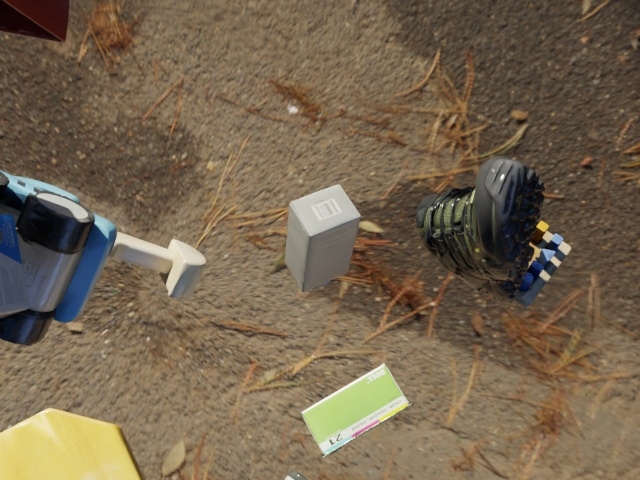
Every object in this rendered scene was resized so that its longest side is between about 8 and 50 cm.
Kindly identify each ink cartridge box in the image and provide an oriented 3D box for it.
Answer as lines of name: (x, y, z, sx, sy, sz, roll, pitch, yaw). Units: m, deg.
ink cartridge box: (0.066, 0.315, 1.455, 0.189, 0.255, 0.097, -29, 77, -5)
ink cartridge box: (-0.493, 0.041, 0.968, 0.231, 0.078, 0.134, -3, 79, -55)

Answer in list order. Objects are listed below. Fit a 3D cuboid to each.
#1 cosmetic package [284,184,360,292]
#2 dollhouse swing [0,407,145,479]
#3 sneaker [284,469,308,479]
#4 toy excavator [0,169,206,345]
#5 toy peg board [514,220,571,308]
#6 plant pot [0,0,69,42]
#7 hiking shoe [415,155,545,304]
cosmetic package: (0.000, 0.000, 1.706, 0.127, 0.238, 0.107, -22, 64, -21)
dollhouse swing: (-0.236, 0.367, 0.685, 0.347, 0.315, 0.305, -28, 64, -11)
sneaker: (-0.075, 0.605, 1.683, 0.090, 0.270, 0.145, 37, 61, 22)
toy excavator: (-0.429, 0.009, 1.356, 0.433, 0.445, 0.222, 25, 102, -5)
toy peg board: (0.365, 0.010, 1.440, 0.161, 0.079, 0.161, 36, 66, 16)
plant pot: (-0.711, -0.616, 1.718, 0.267, 0.267, 0.235, 15, 86, 17)
hiking shoe: (0.136, -0.009, 0.714, 0.114, 0.227, 0.086, 20, 69, 19)
